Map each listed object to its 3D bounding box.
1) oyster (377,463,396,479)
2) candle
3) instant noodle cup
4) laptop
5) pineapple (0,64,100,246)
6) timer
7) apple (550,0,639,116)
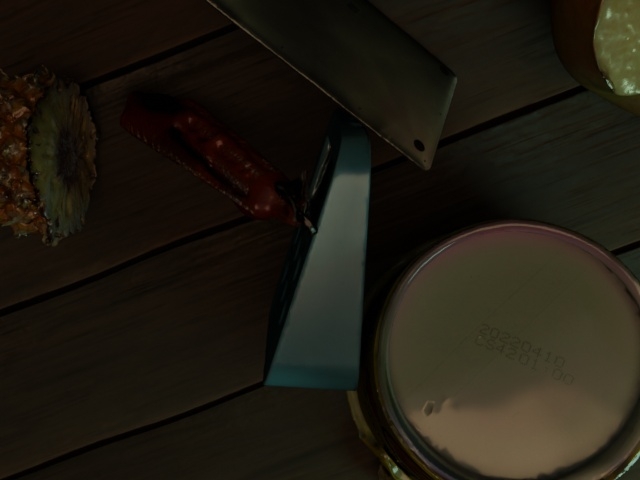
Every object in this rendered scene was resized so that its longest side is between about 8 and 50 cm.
[{"bbox_3d":[0.179,0.260,1.026,0.214,0.083,0.223,-36,112,10],"label":"oyster"},{"bbox_3d":[-0.098,-0.078,0.814,0.084,0.302,0.059,-27,132,-26],"label":"candle"},{"bbox_3d":[0.179,0.123,0.831,0.326,0.254,0.325,-1,80,5],"label":"instant noodle cup"},{"bbox_3d":[0.020,-0.197,0.828,0.269,0.187,0.015,36,131,-13],"label":"laptop"},{"bbox_3d":[-0.315,-0.086,0.852,0.137,0.161,0.175,1,106,8],"label":"pineapple"},{"bbox_3d":[0.000,0.000,0.856,0.091,0.232,0.249,6,105,-2],"label":"timer"},{"bbox_3d":[0.343,-0.250,0.829,0.293,0.163,0.251,15,109,-33],"label":"apple"}]
